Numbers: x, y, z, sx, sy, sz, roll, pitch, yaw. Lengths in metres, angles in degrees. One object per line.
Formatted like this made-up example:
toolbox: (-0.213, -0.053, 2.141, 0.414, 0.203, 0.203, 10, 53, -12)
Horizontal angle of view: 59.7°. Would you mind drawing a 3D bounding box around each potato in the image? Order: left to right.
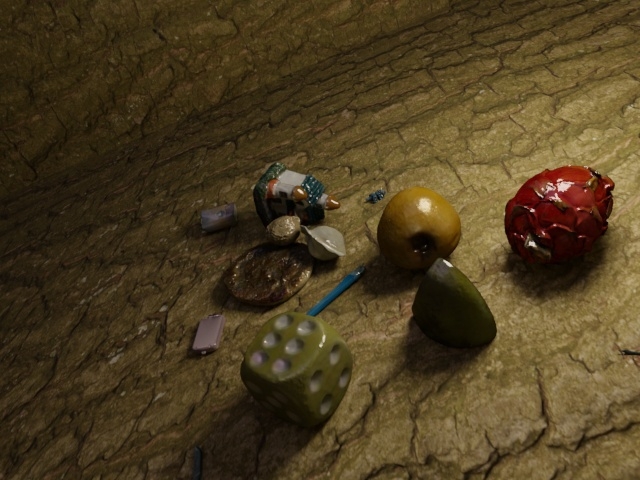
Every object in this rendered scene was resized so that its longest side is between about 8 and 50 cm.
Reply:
potato: (0.335, 0.169, 1.558, 0.270, 0.255, 0.112, 18, 54, 42)

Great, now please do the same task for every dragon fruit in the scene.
dragon fruit: (0.694, -0.075, 1.642, 0.278, 0.277, 0.342, 20, 58, 43)

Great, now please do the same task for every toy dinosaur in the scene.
toy dinosaur: (0.221, -0.179, 2.215, 0.083, 0.030, 0.047, -30, 37, -8)

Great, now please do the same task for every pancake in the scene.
pancake: (-0.184, 0.111, 2.074, 0.357, 0.065, 0.356, -15, 40, 13)

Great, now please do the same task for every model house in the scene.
model house: (-0.076, -0.142, 2.176, 0.301, 0.271, 0.190, 13, 50, 24)

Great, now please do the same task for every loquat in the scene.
loquat: (0.315, -0.046, 1.819, 0.275, 0.274, 0.274, -15, 39, 13)

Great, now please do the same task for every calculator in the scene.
calculator: (-0.391, 0.328, 1.955, 0.100, 0.032, 0.174, -12, 40, 17)

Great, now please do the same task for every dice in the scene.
dice: (-0.062, 0.360, 1.572, 0.227, 0.233, 0.238, 9, 49, 35)

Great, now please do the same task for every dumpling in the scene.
dumpling: (0.002, 0.001, 2.021, 0.126, 0.167, 0.215, -45, 35, 21)

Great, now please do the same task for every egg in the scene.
egg: (-0.139, -0.037, 2.108, 0.140, 0.116, 0.118, -18, 59, 6)

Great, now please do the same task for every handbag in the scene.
handbag: (-0.451, -0.099, 2.445, 0.173, 0.095, 0.117, -17, 35, 6)

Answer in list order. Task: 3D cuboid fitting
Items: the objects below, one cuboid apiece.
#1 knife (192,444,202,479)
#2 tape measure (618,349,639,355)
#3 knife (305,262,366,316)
knife: (-0.343, 0.661, 1.551, 0.028, 0.015, 0.210, -25, 37, 10)
tape measure: (0.838, 0.197, 1.384, 0.331, 0.084, 0.164, -30, 36, -8)
knife: (0.050, 0.178, 1.897, 0.297, 0.026, 0.044, -40, 37, -14)
